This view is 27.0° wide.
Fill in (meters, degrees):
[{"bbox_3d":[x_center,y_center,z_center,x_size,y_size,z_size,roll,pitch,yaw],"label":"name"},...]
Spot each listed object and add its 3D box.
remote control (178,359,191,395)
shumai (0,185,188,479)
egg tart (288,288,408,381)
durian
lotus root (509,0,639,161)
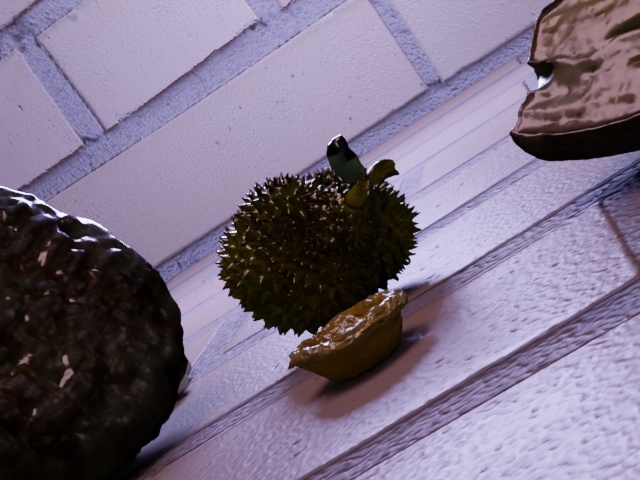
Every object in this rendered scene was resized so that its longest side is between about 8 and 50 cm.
[{"bbox_3d":[-0.173,0.156,1.434,0.074,0.032,0.122,-34,5,0],"label":"remote control"},{"bbox_3d":[-0.357,0.162,1.259,0.395,0.395,0.348,-40,-17,-49],"label":"shumai"},{"bbox_3d":[0.025,0.074,0.984,0.105,0.039,0.105,-33,6,4],"label":"egg tart"},{"bbox_3d":[0.004,0.006,1.204,0.198,0.146,0.159,-26,-9,16],"label":"durian"},{"bbox_3d":[0.301,-0.158,1.008,0.314,0.142,0.210,-24,48,36],"label":"lotus root"}]
